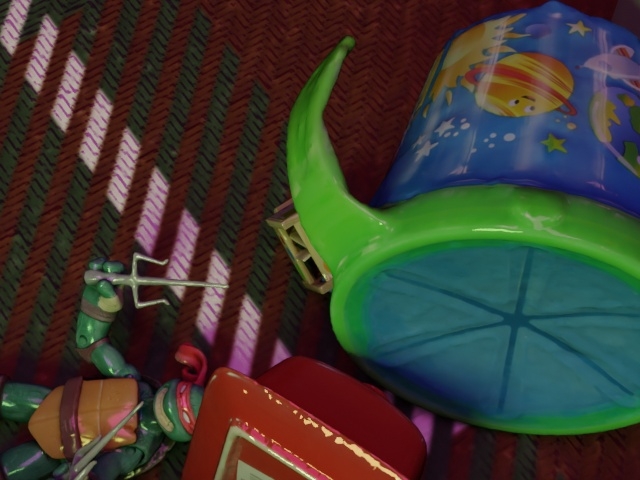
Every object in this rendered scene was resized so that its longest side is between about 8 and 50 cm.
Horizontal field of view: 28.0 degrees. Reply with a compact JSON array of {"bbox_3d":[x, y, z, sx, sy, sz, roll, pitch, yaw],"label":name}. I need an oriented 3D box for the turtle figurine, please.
[{"bbox_3d":[-0.158,0.114,0.829,0.234,0.118,0.175,-14,48,11],"label":"turtle figurine"}]

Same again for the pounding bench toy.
[{"bbox_3d":[0.000,0.000,0.919,0.052,0.083,0.065,-32,101,-11],"label":"pounding bench toy"}]

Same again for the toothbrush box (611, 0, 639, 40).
[{"bbox_3d":[0.373,-0.178,0.908,0.295,0.216,0.126,-17,66,-6],"label":"toothbrush box"}]

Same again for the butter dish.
[{"bbox_3d":[0.007,0.137,0.817,0.159,0.160,0.118,30,46,12],"label":"butter dish"}]

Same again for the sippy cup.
[{"bbox_3d":[0.139,-0.025,0.845,0.240,0.305,0.224,-7,50,27],"label":"sippy cup"}]
